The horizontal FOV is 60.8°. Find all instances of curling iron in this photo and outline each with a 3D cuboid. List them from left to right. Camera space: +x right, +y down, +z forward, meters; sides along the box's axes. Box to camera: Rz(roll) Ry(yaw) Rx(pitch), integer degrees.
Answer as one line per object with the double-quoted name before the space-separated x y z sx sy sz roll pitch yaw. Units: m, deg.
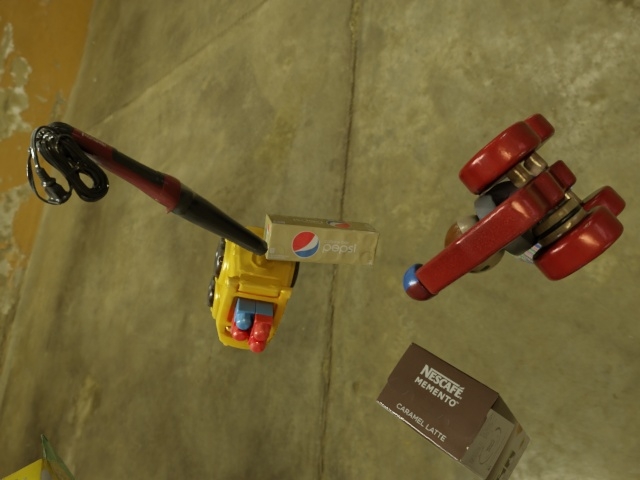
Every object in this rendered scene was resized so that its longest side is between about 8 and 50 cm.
"curling iron" -0.149 -0.032 0.522 0.035 0.274 0.068 5 76 38

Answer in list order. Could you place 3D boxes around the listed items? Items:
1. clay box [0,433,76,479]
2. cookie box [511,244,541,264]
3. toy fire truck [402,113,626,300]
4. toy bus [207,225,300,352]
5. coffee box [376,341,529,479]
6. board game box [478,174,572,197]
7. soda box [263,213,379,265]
"clay box" -0.120 0.202 0.243 0.222 0.053 0.127 34 146 61
"cookie box" 0.442 0.014 1.195 0.040 0.092 0.107 -57 13 -1
"toy fire truck" 0.230 -0.014 0.714 0.169 0.302 0.254 50 123 9
"toy bus" -0.124 0.118 0.968 0.211 0.149 0.220 -95 21 -47
"coffee box" 0.199 0.259 0.785 0.141 0.246 0.098 27 76 39
"board game box" 0.486 -0.126 1.323 0.165 0.243 0.042 -4 89 8
"soda box" 0.000 0.000 0.890 0.058 0.181 0.061 -127 44 -68
